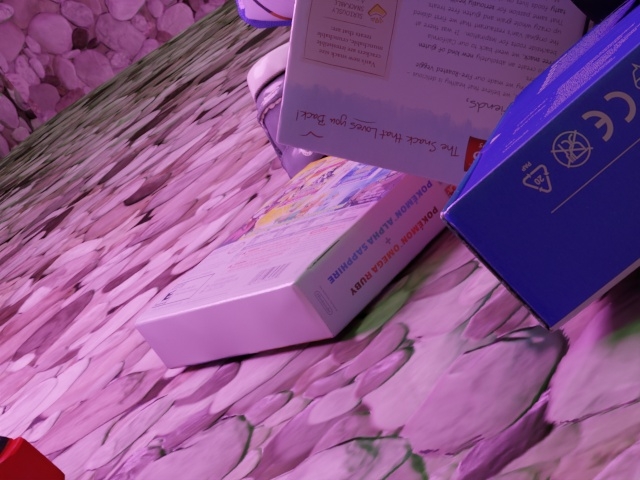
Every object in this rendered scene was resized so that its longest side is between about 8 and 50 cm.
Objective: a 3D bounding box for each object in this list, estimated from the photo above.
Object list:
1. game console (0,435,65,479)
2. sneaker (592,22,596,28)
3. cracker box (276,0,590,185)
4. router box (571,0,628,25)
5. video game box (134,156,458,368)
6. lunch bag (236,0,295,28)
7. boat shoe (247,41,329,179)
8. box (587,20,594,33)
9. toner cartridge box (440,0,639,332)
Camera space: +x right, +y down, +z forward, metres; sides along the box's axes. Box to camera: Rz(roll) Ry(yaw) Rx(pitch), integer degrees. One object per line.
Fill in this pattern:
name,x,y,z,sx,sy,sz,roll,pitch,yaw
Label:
game console,-0.339,0.256,1.056,0.386,0.060,0.342,-40,8,-19
sneaker,0.253,-0.150,0.841,0.275,0.107,0.110,-33,26,25
cracker box,0.071,-0.148,0.912,0.067,0.155,0.232,-59,-19,-61
router box,0.168,-0.162,0.781,0.122,0.038,0.092,-47,6,-38
video game box,0.000,0.000,1.071,0.187,0.048,0.205,-46,16,-30
lunch bag,0.124,-0.307,1.288,0.385,0.239,0.328,-10,-5,-10
boat shoe,0.103,-0.128,1.210,0.319,0.099,0.116,-20,-20,17
box,0.150,-0.126,1.034,0.102,0.087,0.101,-42,14,-25
toner cartridge box,0.211,-0.116,0.711,0.348,0.075,0.165,-42,4,28
